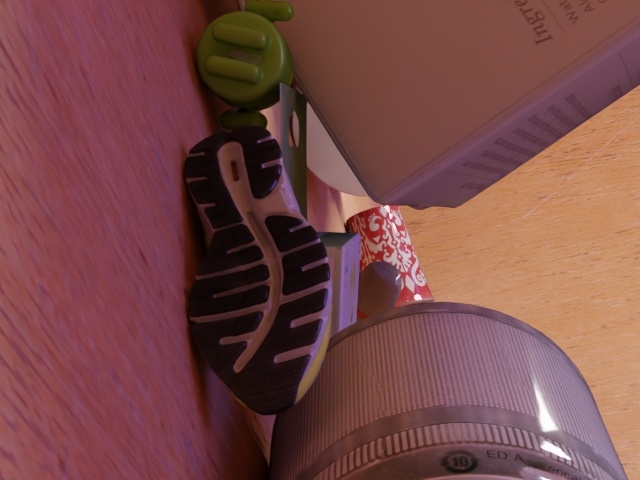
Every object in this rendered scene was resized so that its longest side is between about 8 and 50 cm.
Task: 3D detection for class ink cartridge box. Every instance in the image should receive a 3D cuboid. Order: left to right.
[{"bbox_3d":[0.000,0.000,0.941,0.171,0.056,0.235,-31,125,-83],"label":"ink cartridge box"}]

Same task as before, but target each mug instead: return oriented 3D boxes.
[{"bbox_3d":[0.094,0.041,1.961,0.113,0.150,0.169,-4,74,-48],"label":"mug"}]

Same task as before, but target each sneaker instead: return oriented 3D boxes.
[{"bbox_3d":[-0.030,0.026,0.717,0.208,0.081,0.094,-98,175,-45],"label":"sneaker"}]

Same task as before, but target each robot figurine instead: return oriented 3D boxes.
[{"bbox_3d":[-0.056,-0.134,0.899,0.115,0.067,0.101,20,81,-85],"label":"robot figurine"}]

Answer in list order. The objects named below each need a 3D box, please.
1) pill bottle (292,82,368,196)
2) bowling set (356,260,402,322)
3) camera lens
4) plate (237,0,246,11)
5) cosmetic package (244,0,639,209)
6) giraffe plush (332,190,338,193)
[{"bbox_3d":[0.096,-0.209,1.597,0.408,0.229,0.229,-59,137,-63],"label":"pill bottle"},{"bbox_3d":[0.067,0.166,1.074,0.287,0.200,0.154,41,-53,27],"label":"bowling set"},{"bbox_3d":[0.075,0.176,0.693,0.274,0.219,0.219,-88,164,-70],"label":"camera lens"},{"bbox_3d":[-0.081,-0.355,1.297,0.278,0.045,0.277,63,16,-65],"label":"plate"},{"bbox_3d":[0.160,-0.264,1.048,0.327,0.393,0.329,58,14,8],"label":"cosmetic package"},{"bbox_3d":[0.059,-0.189,1.894,0.210,0.181,0.170,-30,98,-47],"label":"giraffe plush"}]
